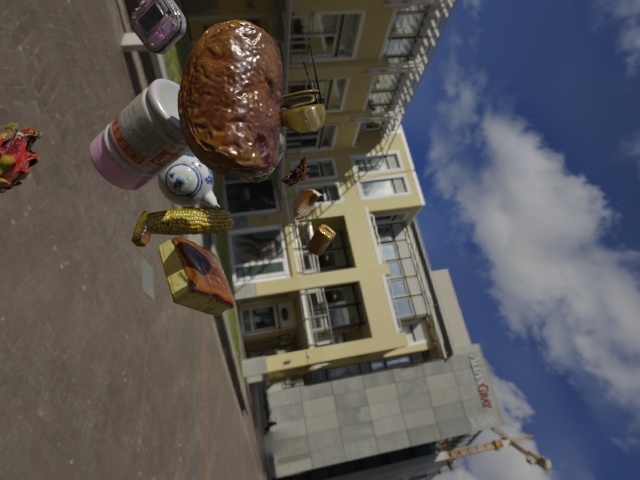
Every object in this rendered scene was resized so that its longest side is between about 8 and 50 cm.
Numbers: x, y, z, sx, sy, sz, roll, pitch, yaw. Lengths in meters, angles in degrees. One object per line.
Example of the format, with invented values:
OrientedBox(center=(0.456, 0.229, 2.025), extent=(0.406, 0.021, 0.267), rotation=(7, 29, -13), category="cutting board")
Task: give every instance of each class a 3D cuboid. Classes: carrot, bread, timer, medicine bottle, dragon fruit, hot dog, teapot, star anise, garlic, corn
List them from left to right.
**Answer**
OrientedBox(center=(-1.349, -0.356, 1.713), extent=(0.227, 0.243, 0.307), rotation=(44, 42, -35), category="dragon fruit")
OrientedBox(center=(-0.814, -0.052, 1.860), extent=(0.082, 0.082, 0.173), rotation=(97, -1, -54), category="carrot")
OrientedBox(center=(-0.517, -0.310, 1.213), extent=(0.202, 0.316, 0.202), rotation=(44, 29, -32), category="medicine bottle")
OrientedBox(center=(-0.654, -0.873, 1.617), extent=(0.190, 0.209, 0.069), rotation=(54, 22, -6), category="timer")
OrientedBox(center=(-0.638, -0.284, 1.892), extent=(0.424, 0.252, 0.280), rotation=(41, 2, -13), category="teapot")
OrientedBox(center=(-0.441, -0.069, 1.411), extent=(0.102, 0.311, 0.101), rotation=(7, -81, 58), category="corn")
OrientedBox(center=(-0.576, 0.171, 1.889), extent=(0.332, 0.143, 0.324), rotation=(61, 9, 29), category="bread")
OrientedBox(center=(-0.208, -0.346, 1.014), extent=(0.174, 0.267, 0.386), rotation=(-1, -95, 47), category="hot dog")
OrientedBox(center=(-0.108, -0.342, 2.030), extent=(0.053, 0.213, 0.157), rotation=(46, -40, 18), category="star anise")
OrientedBox(center=(-0.083, -0.162, 1.968), extent=(0.090, 0.198, 0.129), rotation=(38, -3, -28), category="garlic")
OrientedBox(center=(0.000, 0.000, 1.524), extent=(0.132, 0.074, 0.053), rotation=(-58, 178, 41), category="bread")

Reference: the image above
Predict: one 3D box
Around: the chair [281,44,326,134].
OrientedBox(center=(-0.078, -0.436, 1.229), extent=(0.172, 0.159, 0.246), rotation=(-158, -128, -76), category="chair")

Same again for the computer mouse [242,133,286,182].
OrientedBox(center=(-0.255, -0.341, 1.569), extent=(0.331, 0.198, 0.094), rotation=(139, -37, -56), category="computer mouse")
